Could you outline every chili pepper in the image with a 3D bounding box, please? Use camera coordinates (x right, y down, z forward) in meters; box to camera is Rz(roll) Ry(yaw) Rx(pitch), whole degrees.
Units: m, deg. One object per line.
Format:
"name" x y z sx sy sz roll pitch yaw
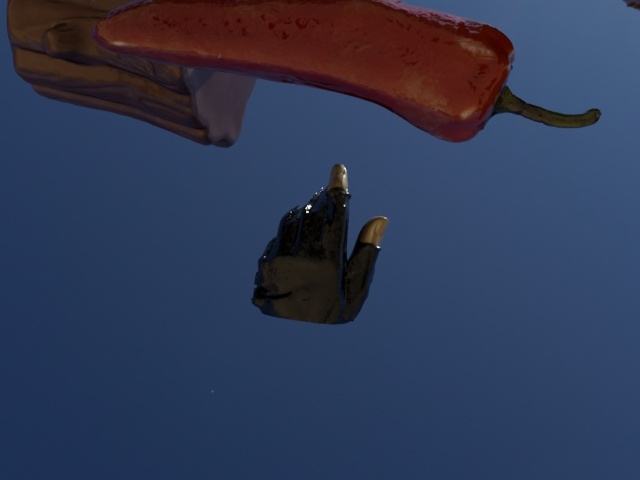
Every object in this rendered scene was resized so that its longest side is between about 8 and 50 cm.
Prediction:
"chili pepper" 0.016 -0.098 0.422 0.272 0.063 0.071 13 -137 2

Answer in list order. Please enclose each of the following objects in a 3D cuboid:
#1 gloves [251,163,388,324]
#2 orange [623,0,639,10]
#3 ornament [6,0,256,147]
"gloves" -0.003 0.000 0.914 0.129 0.106 0.181 7 -89 37
"orange" 0.267 -0.255 0.493 0.246 0.246 0.246 1 -101 -7
"ornament" -0.194 -0.217 0.853 0.217 0.235 0.221 12 -147 14
